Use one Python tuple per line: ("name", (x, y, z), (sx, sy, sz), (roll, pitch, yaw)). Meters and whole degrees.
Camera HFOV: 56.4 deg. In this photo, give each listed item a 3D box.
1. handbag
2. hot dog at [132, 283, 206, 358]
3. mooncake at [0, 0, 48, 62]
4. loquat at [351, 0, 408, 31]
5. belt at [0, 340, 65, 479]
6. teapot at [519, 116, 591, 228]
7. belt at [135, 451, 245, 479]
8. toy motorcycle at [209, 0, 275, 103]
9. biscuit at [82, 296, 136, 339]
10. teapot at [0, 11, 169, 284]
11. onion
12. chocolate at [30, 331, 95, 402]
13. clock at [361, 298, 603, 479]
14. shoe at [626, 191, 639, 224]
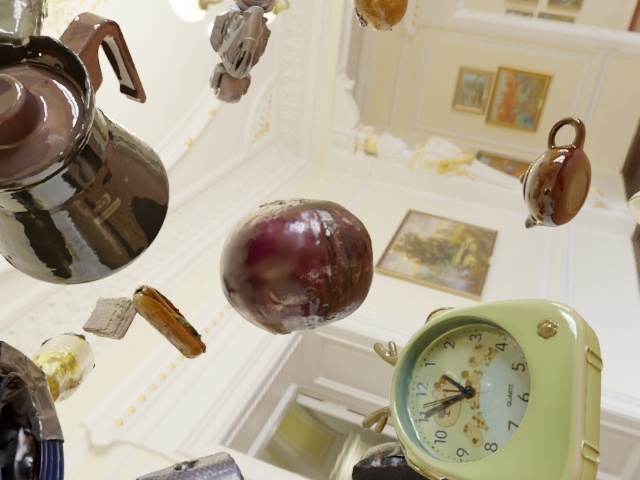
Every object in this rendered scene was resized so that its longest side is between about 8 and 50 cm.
("handbag", (0.185, 0.535, 1.346), (0.169, 0.216, 0.155), (51, -144, -73))
("hot dog", (-0.331, 0.185, 1.342), (0.062, 0.092, 0.235), (-37, -57, 0))
("mooncake", (-0.575, -0.360, 0.956), (0.136, 0.250, 0.254), (112, 162, -50))
("loquat", (0.138, -0.558, 1.394), (0.141, 0.141, 0.141), (15, -90, -74))
("belt", (-0.481, 0.307, 0.852), (0.117, 0.347, 0.212), (-35, -44, 7))
("teapot", (0.496, -0.141, 1.281), (0.178, 0.135, 0.252), (-3, -73, -49))
("belt", (-0.127, 0.336, 0.585), (0.126, 0.140, 0.230), (-9, -92, -30))
("toy motorcycle", (-0.139, -0.361, 1.077), (0.112, 0.113, 0.254), (-46, -19, -59))
("biscuit", (-0.559, 0.205, 1.594), (0.062, 0.239, 0.108), (36, -114, -28))
("teapot", (-0.394, -0.142, 0.926), (0.361, 0.306, 0.376), (93, -160, -69))
("onion", (-0.076, 0.059, 1.205), (0.260, 0.337, 0.281), (-14, -78, -42))
("chocolate", (-0.678, 0.329, 1.524), (0.445, 0.162, 0.162), (168, 121, -74))
("clock", (0.193, 0.198, 0.774), (0.096, 0.308, 0.234), (33, -119, -42))
("shoe", (0.638, -0.086, 1.010), (0.110, 0.095, 0.265), (-41, -2, -8))
